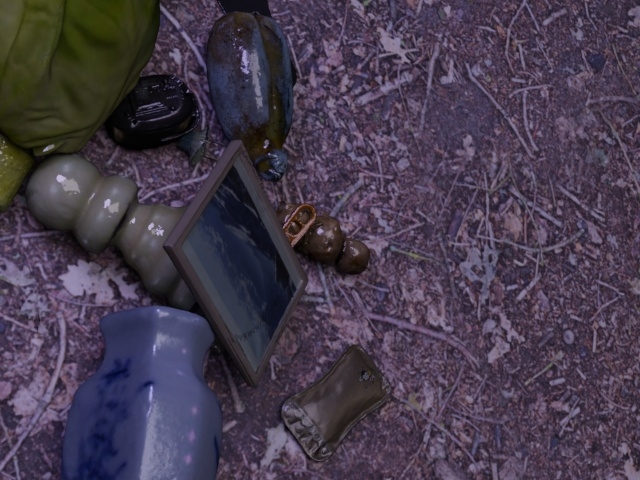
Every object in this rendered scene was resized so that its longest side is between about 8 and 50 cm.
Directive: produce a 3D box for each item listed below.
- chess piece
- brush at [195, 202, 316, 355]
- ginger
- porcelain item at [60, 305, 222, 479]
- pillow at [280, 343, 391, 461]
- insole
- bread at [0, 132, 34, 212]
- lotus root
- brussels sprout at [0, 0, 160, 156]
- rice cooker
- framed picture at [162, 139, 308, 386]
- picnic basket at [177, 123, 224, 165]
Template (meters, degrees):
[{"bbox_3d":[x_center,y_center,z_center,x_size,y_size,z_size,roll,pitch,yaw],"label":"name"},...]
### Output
[{"bbox_3d":[-0.323,-0.031,1.680,0.330,0.182,0.182,29,65,-11],"label":"chess piece"},{"bbox_3d":[-0.110,0.055,1.800,0.090,0.017,0.314,42,79,-16],"label":"brush"},{"bbox_3d":[0.000,0.000,1.882,0.204,0.080,0.104,22,81,-18],"label":"ginger"},{"bbox_3d":[-0.270,0.316,1.564,0.178,0.242,0.405,28,58,-47],"label":"porcelain item"},{"bbox_3d":[0.032,0.292,1.844,0.217,0.033,0.130,-37,94,-30],"label":"pillow"},{"bbox_3d":[-0.129,-0.428,1.968,0.110,0.012,0.310,-27,90,-31],"label":"insole"},{"bbox_3d":[-0.527,-0.112,1.620,0.129,0.111,0.114,15,74,24],"label":"bread"},{"bbox_3d":[-0.126,-0.259,1.859,0.158,0.139,0.322,0,82,-52],"label":"lotus root"},{"bbox_3d":[-0.444,-0.379,1.566,0.425,0.361,0.342,35,32,-19],"label":"brussels sprout"},{"bbox_3d":[-0.294,-0.224,1.770,0.165,0.106,0.112,-17,72,-8],"label":"rice cooker"},{"bbox_3d":[-0.125,0.041,1.665,0.247,0.022,0.335,-62,142,-38],"label":"framed picture"},{"bbox_3d":[-0.211,-0.169,1.828,0.083,0.065,0.083,24,61,-2],"label":"picnic basket"}]
